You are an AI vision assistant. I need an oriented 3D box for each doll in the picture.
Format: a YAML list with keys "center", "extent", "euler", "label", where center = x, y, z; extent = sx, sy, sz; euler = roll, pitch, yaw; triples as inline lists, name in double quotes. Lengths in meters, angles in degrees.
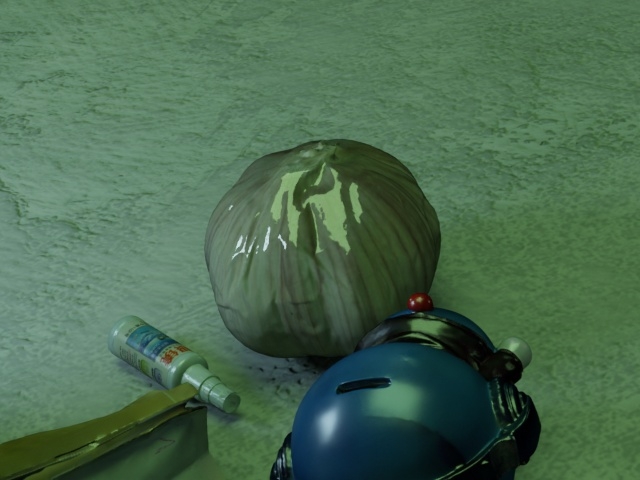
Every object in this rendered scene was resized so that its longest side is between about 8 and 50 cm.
- center: [0.095, 0.203, 1.725]
  extent: [0.284, 0.240, 0.310]
  euler: [-13, 25, 22]
  label: "doll"

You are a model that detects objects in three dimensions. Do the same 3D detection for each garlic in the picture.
- center: [0.000, 0.000, 2.022]
  extent: [0.317, 0.259, 0.317]
  euler: [-4, 37, 3]
  label: "garlic"

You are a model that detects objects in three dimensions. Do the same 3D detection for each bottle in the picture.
- center: [-0.176, 0.156, 2.010]
  extent: [0.060, 0.060, 0.217]
  euler: [-31, 40, -30]
  label: "bottle"

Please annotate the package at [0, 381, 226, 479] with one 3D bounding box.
- center: [-0.273, 0.255, 1.788]
  extent: [0.311, 0.165, 0.221]
  euler: [-25, 36, -24]
  label: "package"
